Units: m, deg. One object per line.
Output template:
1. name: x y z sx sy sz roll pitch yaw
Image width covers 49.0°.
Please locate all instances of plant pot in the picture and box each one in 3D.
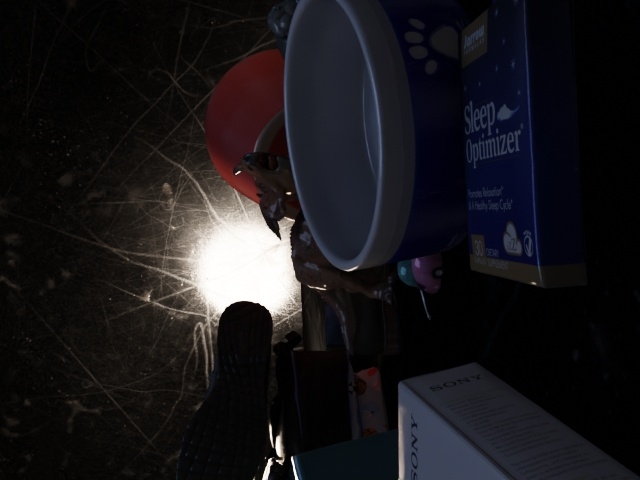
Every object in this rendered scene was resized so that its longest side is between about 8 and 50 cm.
1. plant pot: -0.037 -0.156 1.135 0.243 0.275 0.274 -130 35 -63
2. plant pot: 0.073 0.343 0.769 0.165 0.166 0.234 100 157 -66

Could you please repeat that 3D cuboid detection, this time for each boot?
1. boot: -0.130 0.284 1.113 0.222 0.118 0.338 97 -173 -59
2. boot: 0.050 0.067 1.038 0.082 0.106 0.219 95 169 -55

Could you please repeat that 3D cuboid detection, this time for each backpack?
1. backpack: 0.002 0.331 1.175 0.263 0.213 0.276 114 161 -51

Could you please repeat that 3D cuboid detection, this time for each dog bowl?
1. dog bowl: 0.051 -0.109 0.669 0.265 0.104 0.264 171 90 -72

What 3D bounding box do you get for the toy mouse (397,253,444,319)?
1. toy mouse: 0.109 0.023 0.796 0.161 0.031 0.143 -115 22 -74

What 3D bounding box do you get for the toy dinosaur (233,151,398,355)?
1. toy dinosaur: 0.000 0.000 0.904 0.127 0.201 0.295 -71 -18 -57

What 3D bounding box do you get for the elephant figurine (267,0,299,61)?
1. elephant figurine: 0.032 -0.200 0.903 0.186 0.169 0.239 5 -118 -67

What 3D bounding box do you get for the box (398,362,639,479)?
1. box: 0.127 0.219 0.283 0.322 0.059 0.232 -146 51 -66

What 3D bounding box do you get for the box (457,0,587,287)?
1. box: 0.133 -0.086 0.485 0.136 0.037 0.225 -162 70 -84
